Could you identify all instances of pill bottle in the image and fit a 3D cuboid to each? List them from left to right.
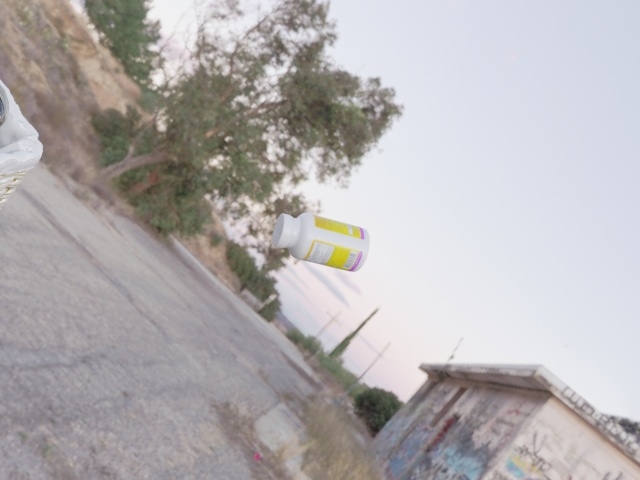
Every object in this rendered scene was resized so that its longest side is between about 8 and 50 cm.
[{"bbox_3d":[0.000,0.000,0.608,0.083,0.043,0.043,15,0,-20],"label":"pill bottle"}]

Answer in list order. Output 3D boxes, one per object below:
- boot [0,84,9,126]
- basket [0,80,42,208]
[{"bbox_3d":[-0.417,-0.086,0.592,0.178,0.236,0.085,-105,-166,-54],"label":"boot"},{"bbox_3d":[-0.673,-0.160,1.004,0.328,0.266,0.331,-19,70,-52],"label":"basket"}]
